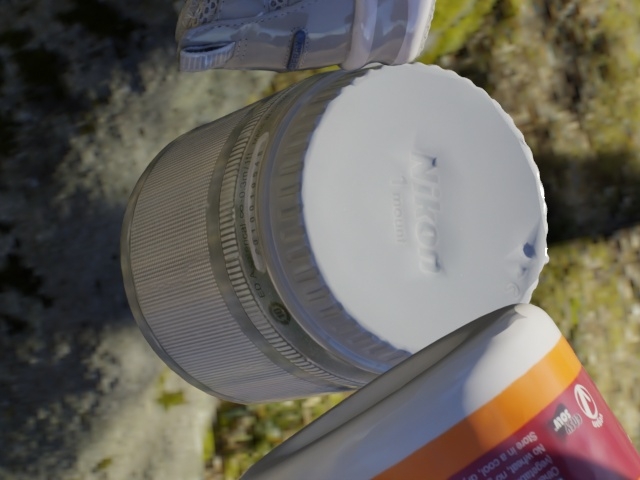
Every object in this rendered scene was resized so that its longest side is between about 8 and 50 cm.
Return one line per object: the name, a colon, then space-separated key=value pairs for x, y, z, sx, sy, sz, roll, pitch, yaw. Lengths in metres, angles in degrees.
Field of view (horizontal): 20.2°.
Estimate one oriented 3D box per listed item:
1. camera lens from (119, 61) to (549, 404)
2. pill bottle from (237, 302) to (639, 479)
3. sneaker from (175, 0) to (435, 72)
camera lens: x=0.000 y=0.000 z=1.277 sx=0.219 sy=0.274 sz=0.219 roll=6 pitch=78 yaw=-30
pill bottle: x=0.076 y=0.140 z=0.565 sx=0.121 sy=0.121 sz=0.221 roll=-33 pitch=90 yaw=-42
sneaker: x=-0.055 y=-0.183 z=0.741 sx=0.115 sy=0.105 sz=0.281 roll=-14 pitch=56 yaw=-20
